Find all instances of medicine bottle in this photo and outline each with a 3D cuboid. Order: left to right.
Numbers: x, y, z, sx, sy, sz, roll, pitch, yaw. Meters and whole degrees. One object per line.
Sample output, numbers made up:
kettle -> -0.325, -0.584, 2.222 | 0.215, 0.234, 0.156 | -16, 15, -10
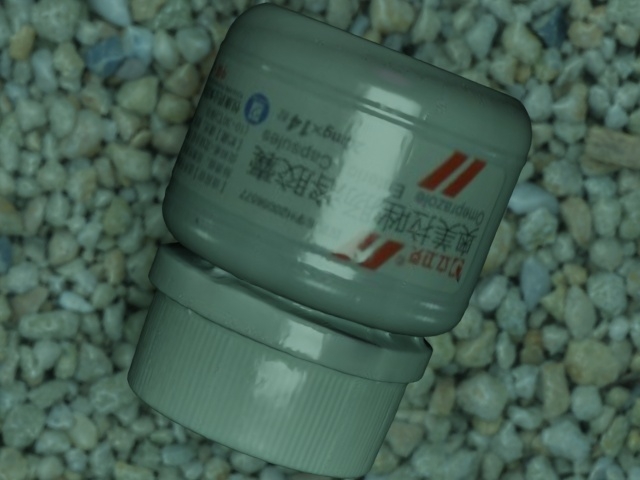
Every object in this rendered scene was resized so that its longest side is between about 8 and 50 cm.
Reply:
medicine bottle -> 0.000, 0.000, 1.370 | 0.245, 0.245, 0.306 | 19, 97, -12
